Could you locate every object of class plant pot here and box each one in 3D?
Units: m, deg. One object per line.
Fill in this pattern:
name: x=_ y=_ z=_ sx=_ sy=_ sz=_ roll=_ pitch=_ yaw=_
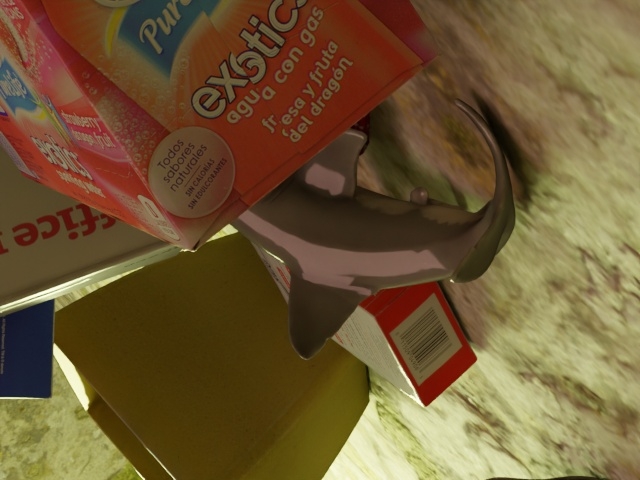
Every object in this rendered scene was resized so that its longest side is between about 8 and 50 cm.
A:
plant pot: x=-0.076 y=0.120 z=1.385 sx=0.212 sy=0.187 sz=0.212 roll=45 pitch=164 yaw=22

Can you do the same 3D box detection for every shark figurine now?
shark figurine: x=0.025 y=0.012 z=0.917 sx=0.278 sy=0.116 sz=0.166 roll=10 pitch=155 yaw=49

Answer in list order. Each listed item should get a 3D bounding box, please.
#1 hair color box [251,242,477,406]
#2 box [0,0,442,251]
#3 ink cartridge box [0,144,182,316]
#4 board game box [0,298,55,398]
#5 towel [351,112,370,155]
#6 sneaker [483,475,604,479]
hair color box: x=0.023 y=0.032 z=1.128 sx=0.167 sy=0.053 sz=0.093 roll=32 pitch=159 yaw=48
box: x=-0.095 y=-0.114 z=0.801 sx=0.154 sy=0.142 sz=0.300 roll=56 pitch=166 yaw=-20
ink cartridge box: x=-0.232 y=-0.103 z=1.045 sx=0.129 sy=0.223 sz=0.307 roll=145 pitch=105 yaw=-78
board game box: x=-0.238 y=-0.059 z=1.233 sx=0.233 sy=0.078 sz=0.347 roll=163 pitch=108 yaw=-75
towel: x=-0.046 y=-0.164 z=0.887 sx=0.199 sy=0.031 sz=0.275 roll=47 pitch=166 yaw=18
sneaker: x=0.181 y=0.215 z=1.094 sx=0.118 sy=0.083 sz=0.222 roll=39 pitch=167 yaw=-19
